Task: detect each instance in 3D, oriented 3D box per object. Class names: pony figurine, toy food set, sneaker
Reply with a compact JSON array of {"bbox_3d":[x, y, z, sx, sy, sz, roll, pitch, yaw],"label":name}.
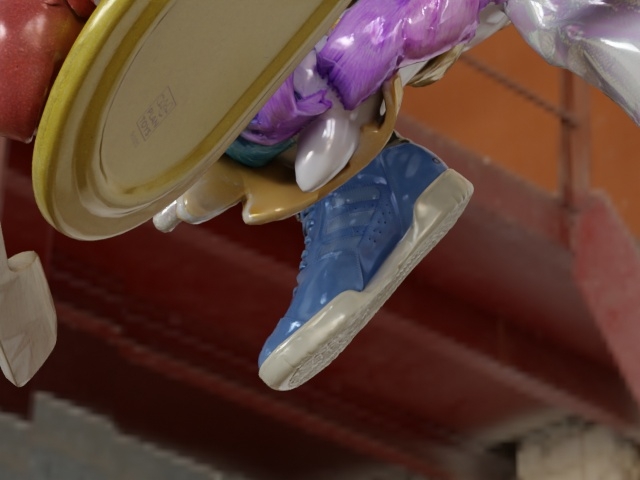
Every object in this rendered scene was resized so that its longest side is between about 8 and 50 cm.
[{"bbox_3d":[0.110,-0.143,0.837,0.351,0.363,0.303,-30,-80,31],"label":"pony figurine"},{"bbox_3d":[-0.059,-0.074,0.596,0.071,0.218,0.128,36,-14,17],"label":"toy food set"},{"bbox_3d":[0.000,0.000,0.976,0.084,0.152,0.058,39,-21,10],"label":"sneaker"}]
